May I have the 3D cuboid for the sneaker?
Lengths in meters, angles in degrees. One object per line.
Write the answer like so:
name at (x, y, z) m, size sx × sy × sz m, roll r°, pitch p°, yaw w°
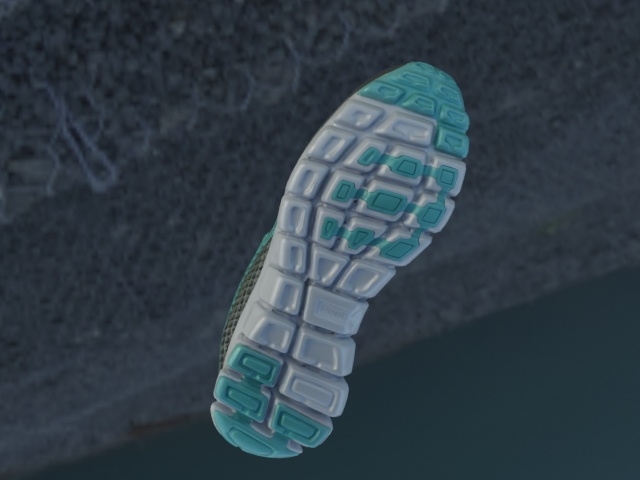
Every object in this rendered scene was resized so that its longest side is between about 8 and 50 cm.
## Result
sneaker at (0.000, 0.000, 0.652) m, size 0.065 × 0.076 × 0.166 m, roll 26°, pitch 104°, yaw -17°
